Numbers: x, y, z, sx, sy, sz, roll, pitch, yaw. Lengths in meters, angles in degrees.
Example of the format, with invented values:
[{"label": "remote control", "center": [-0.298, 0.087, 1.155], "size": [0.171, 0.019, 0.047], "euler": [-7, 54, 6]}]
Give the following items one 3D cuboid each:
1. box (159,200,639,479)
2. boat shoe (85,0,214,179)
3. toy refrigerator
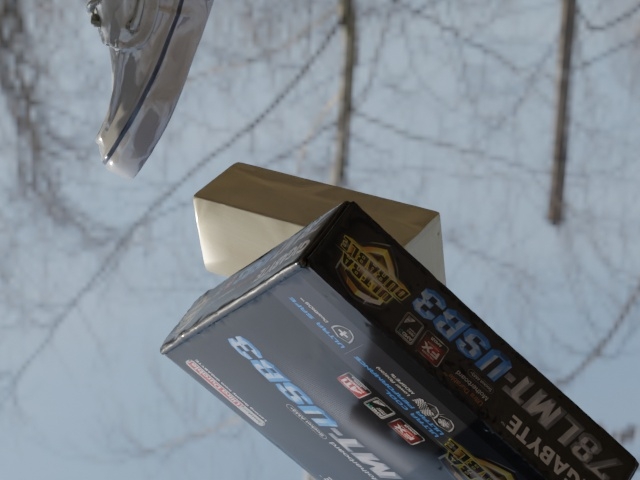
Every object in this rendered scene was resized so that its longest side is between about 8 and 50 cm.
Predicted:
[{"label": "box", "center": [0.049, 0.124, 1.253], "size": [0.073, 0.295, 0.293], "euler": [-54, -169, -29]}, {"label": "boat shoe", "center": [-0.116, -0.169, 1.093], "size": [0.084, 0.258, 0.095], "euler": [18, -164, -11]}, {"label": "toy refrigerator", "center": [0.000, 0.000, 1.761], "size": [0.269, 0.102, 0.094], "euler": [14, -142, 32]}]
